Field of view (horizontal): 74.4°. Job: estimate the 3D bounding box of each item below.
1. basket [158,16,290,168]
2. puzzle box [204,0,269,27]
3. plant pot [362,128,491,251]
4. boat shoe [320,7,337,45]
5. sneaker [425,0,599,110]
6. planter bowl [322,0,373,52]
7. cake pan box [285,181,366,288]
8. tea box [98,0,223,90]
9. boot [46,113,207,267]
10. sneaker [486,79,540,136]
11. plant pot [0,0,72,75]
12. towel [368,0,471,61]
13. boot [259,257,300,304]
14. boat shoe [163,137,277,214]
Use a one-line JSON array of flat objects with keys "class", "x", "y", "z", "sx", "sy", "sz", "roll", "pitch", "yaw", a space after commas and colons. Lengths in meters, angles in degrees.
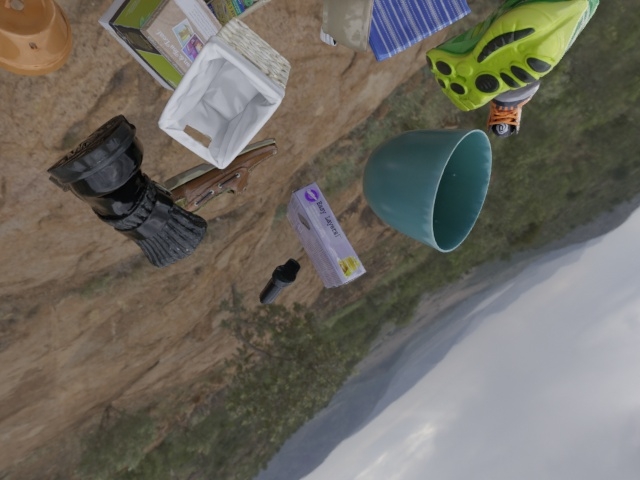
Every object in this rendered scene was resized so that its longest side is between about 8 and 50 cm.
[{"class": "basket", "x": -0.129, "y": -0.203, "z": 0.587, "sx": 0.167, "sy": 0.113, "sz": 0.103, "roll": -34, "pitch": -149, "yaw": 41}, {"class": "puzzle box", "x": -0.358, "y": -0.970, "z": 1.436, "sx": 0.272, "sy": 0.408, "sz": 0.052, "roll": -7, "pitch": -154, "yaw": 40}, {"class": "plant pot", "x": 0.250, "y": -0.143, "z": 1.058, "sx": 0.293, "sy": 0.235, "sz": 0.292, "roll": -24, "pitch": 124, "yaw": -42}, {"class": "boat shoe", "x": 0.042, "y": -0.705, "z": 1.340, "sx": 0.066, "sy": 0.063, "sz": 0.184, "roll": -48, "pitch": 168, "yaw": -31}, {"class": "sneaker", "x": 0.243, "y": -0.255, "z": 0.569, "sx": 0.124, "sy": 0.109, "sz": 0.295, "roll": -38, "pitch": -163, "yaw": -1}, {"class": "planter bowl", "x": 0.063, "y": -0.525, "z": 0.966, "sx": 0.162, "sy": 0.109, "sz": 0.161, "roll": 8, "pitch": 90, "yaw": -86}, {"class": "cake pan box", "x": 0.000, "y": 0.000, "z": 1.076, "sx": 0.070, "sy": 0.245, "sz": 0.267, "roll": -27, "pitch": 175, "yaw": -12}, {"class": "tea box", "x": -0.506, "y": -0.694, "z": 1.462, "sx": 0.219, "sy": 0.324, "sz": 0.329, "roll": -57, "pitch": 148, "yaw": -8}, {"class": "boot", "x": -0.304, "y": -0.063, "z": 0.722, "sx": 0.131, "sy": 0.260, "sz": 0.348, "roll": -52, "pitch": -153, "yaw": -19}, {"class": "sneaker", "x": 0.528, "y": -0.366, "z": 1.176, "sx": 0.321, "sy": 0.125, "sz": 0.180, "roll": -47, "pitch": 142, "yaw": -49}, {"class": "plant pot", "x": -0.954, "y": -0.702, "z": 1.336, "sx": 0.291, "sy": 0.290, "sz": 0.204, "roll": -28, "pitch": -167, "yaw": -27}, {"class": "towel", "x": 0.286, "y": -0.774, "z": 1.379, "sx": 0.336, "sy": 0.243, "sz": 0.040, "roll": -26, "pitch": -173, "yaw": 11}, {"class": "boot", "x": -0.092, "y": 0.092, "z": 0.864, "sx": 0.099, "sy": 0.045, "sz": 0.121, "roll": -49, "pitch": 180, "yaw": 19}, {"class": "boat shoe", "x": -0.231, "y": -0.162, "z": 1.065, "sx": 0.307, "sy": 0.104, "sz": 0.111, "roll": -30, "pitch": -168, "yaw": -21}]
